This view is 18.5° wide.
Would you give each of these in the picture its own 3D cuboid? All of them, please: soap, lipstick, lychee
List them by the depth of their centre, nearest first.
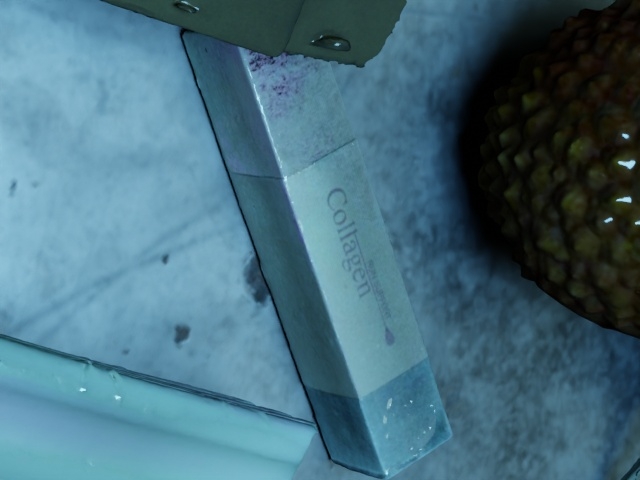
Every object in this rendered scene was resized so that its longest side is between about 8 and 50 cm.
[{"bbox_3d":[-0.133,0.117,1.134,0.290,0.173,0.095,20,86,-36],"label":"soap"},{"bbox_3d":[0.000,0.000,1.278,0.066,0.068,0.317,-29,111,-29],"label":"lipstick"},{"bbox_3d":[0.251,-0.061,1.319,0.267,0.267,0.267,-5,98,-35],"label":"lychee"}]

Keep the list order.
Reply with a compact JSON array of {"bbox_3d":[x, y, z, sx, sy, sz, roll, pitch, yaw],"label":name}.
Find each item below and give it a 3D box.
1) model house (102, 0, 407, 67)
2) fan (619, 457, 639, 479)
[{"bbox_3d":[-0.072,-0.237,1.103,0.243,0.204,0.211,0,119,-47],"label":"model house"},{"bbox_3d":[0.310,0.086,1.450,0.011,0.229,0.335,40,101,1],"label":"fan"}]
